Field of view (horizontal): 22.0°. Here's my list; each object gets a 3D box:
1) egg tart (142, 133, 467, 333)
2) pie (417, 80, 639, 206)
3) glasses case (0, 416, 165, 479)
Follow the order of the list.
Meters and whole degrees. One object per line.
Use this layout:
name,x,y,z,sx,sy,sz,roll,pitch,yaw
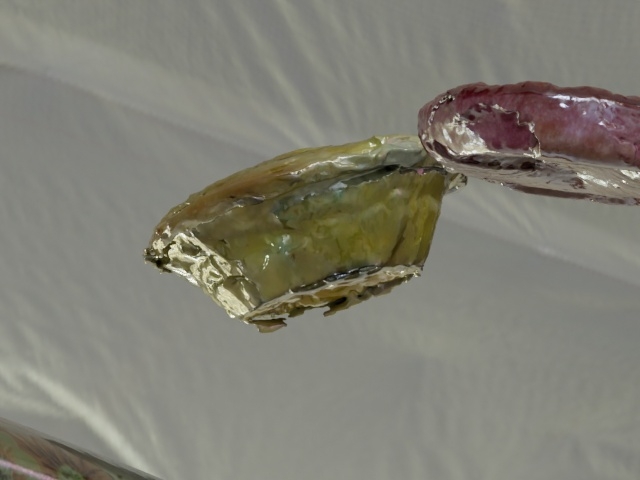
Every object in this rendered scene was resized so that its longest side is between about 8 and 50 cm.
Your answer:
egg tart,0.000,0.000,1.467,0.315,0.120,0.315,-17,-10,-3
pie,0.147,-0.057,0.956,0.182,0.049,0.182,11,-5,1
glasses case,-0.121,0.149,0.783,0.156,0.098,0.425,3,-20,46
